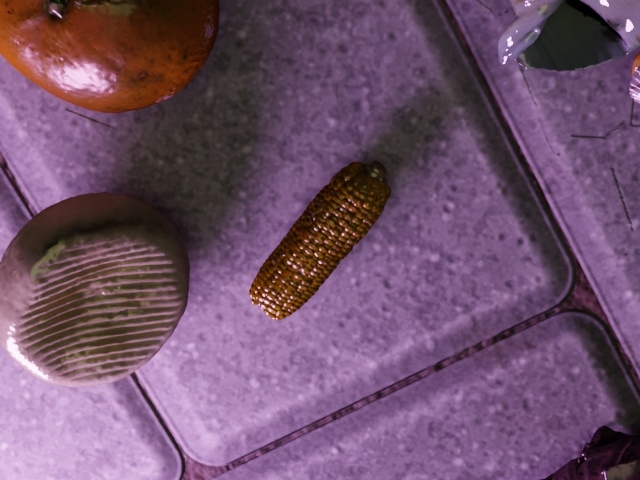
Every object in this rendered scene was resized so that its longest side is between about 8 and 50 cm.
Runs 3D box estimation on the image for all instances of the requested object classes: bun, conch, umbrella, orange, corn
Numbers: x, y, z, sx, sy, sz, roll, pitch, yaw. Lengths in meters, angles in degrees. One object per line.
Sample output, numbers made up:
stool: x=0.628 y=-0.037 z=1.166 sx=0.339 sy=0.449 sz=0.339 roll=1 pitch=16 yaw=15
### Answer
bun: x=-0.247 y=0.044 z=1.113 sx=0.222 sy=0.127 sz=0.222 roll=-11 pitch=117 yaw=-22
conch: x=0.239 y=-0.263 z=0.987 sx=0.172 sy=0.131 sz=0.200 roll=13 pitch=145 yaw=-27
umbrella: x=0.353 y=0.247 z=1.135 sx=0.326 sy=0.090 sz=0.094 roll=-27 pitch=104 yaw=11
orange: x=-0.214 y=-0.236 z=0.998 sx=0.240 sy=0.171 sz=0.240 roll=3 pitch=113 yaw=7
corn: x=0.000 y=0.000 z=1.105 sx=0.068 sy=0.068 sz=0.207 roll=38 pitch=103 yaw=-6

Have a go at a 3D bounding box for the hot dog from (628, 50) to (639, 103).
hot dog: x=0.409 y=-0.210 z=0.999 sx=0.252 sy=0.131 sz=0.069 roll=-36 pitch=58 yaw=15
